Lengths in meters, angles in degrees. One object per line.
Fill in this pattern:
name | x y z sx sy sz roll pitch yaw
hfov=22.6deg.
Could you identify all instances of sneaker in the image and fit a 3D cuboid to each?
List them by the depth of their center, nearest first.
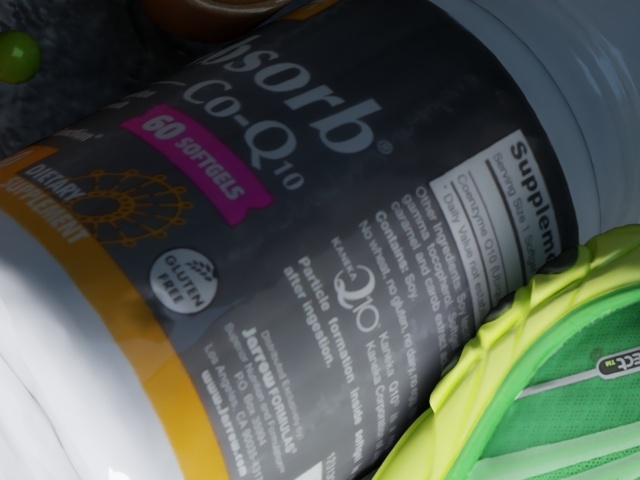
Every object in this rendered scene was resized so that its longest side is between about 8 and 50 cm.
sneaker | 0.058 0.137 0.531 0.123 0.295 0.109 40 23 26

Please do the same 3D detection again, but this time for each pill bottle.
pill bottle | 0.000 0.000 0.587 0.278 0.162 0.162 -32 92 -28

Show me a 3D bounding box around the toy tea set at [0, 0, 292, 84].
toy tea set | -0.155 -0.136 0.546 0.336 0.124 0.200 -13 81 -17
